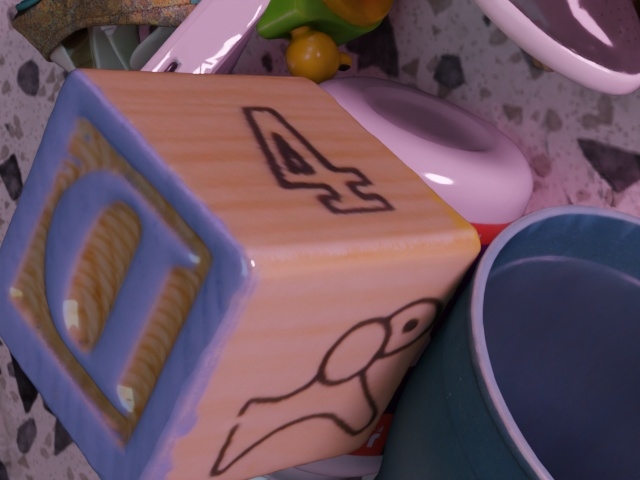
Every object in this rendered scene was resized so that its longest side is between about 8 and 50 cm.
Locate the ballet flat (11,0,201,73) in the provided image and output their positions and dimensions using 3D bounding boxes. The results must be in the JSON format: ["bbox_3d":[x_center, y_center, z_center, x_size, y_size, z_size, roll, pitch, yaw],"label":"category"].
[{"bbox_3d":[-0.182,-0.192,1.089,0.348,0.123,0.123,-9,91,62],"label":"ballet flat"}]

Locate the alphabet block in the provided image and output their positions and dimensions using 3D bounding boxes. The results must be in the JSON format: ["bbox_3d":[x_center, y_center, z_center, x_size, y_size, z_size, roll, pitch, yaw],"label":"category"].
[{"bbox_3d":[-0.058,0.021,0.776,0.193,0.197,0.192,47,122,31],"label":"alphabet block"}]

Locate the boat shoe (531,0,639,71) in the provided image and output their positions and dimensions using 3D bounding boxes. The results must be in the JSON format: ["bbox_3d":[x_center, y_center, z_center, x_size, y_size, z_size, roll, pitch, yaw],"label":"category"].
[{"bbox_3d":[0.169,-0.257,0.852,0.089,0.104,0.285,-2,95,36],"label":"boat shoe"}]

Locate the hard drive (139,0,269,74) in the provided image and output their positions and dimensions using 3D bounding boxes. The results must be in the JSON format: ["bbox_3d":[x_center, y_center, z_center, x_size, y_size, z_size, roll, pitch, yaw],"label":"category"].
[{"bbox_3d":[-0.137,-0.079,0.982,0.040,0.203,0.307,39,163,-5],"label":"hard drive"}]

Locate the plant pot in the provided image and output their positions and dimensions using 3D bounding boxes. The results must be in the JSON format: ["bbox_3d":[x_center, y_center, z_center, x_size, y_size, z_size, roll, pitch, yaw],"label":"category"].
[{"bbox_3d":[0.156,0.159,0.834,0.272,0.271,0.255,55,137,19],"label":"plant pot"}]

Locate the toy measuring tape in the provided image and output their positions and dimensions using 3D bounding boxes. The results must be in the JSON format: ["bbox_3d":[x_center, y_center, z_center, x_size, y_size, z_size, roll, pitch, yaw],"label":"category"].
[{"bbox_3d":[0.002,-0.266,1.011,0.121,0.121,0.330,-20,61,39],"label":"toy measuring tape"}]

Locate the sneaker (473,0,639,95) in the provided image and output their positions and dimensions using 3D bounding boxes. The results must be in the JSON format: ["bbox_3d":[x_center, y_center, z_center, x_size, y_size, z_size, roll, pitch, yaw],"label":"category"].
[{"bbox_3d":[0.138,-0.236,0.752,0.147,0.104,0.296,-40,75,48],"label":"sneaker"}]

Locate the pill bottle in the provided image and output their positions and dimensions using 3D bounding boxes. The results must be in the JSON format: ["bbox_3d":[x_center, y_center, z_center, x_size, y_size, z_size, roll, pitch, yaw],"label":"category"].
[{"bbox_3d":[0.023,0.050,0.962,0.181,0.181,0.323,35,117,30],"label":"pill bottle"}]
